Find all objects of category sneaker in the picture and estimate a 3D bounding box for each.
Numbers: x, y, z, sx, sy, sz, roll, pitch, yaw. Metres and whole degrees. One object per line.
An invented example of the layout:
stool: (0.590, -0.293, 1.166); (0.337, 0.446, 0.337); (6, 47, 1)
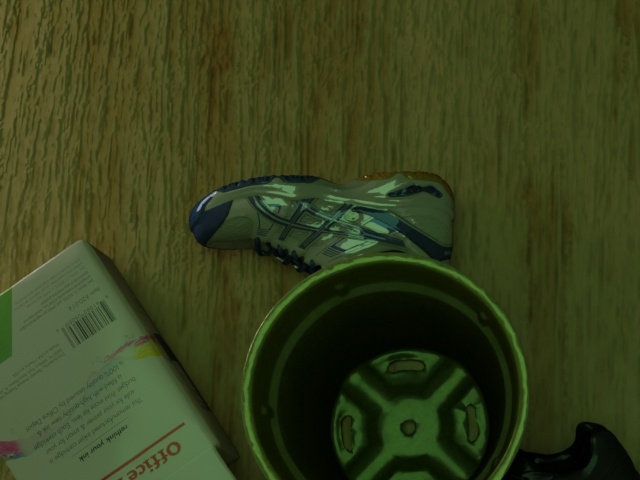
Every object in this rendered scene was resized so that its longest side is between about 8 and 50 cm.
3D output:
sneaker: (0.196, 0.285, 1.693); (0.286, 0.109, 0.130); (-32, 112, -7)
sneaker: (0.000, 0.000, 1.816); (0.297, 0.112, 0.131); (-4, 76, 9)

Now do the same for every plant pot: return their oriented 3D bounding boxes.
plant pot: (0.079, 0.173, 1.685); (0.276, 0.254, 0.276); (-2, 76, 8)

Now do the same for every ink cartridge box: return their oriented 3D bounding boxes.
ink cartridge box: (-0.234, 0.203, 1.795); (0.207, 0.119, 0.353); (-35, 73, 0)
